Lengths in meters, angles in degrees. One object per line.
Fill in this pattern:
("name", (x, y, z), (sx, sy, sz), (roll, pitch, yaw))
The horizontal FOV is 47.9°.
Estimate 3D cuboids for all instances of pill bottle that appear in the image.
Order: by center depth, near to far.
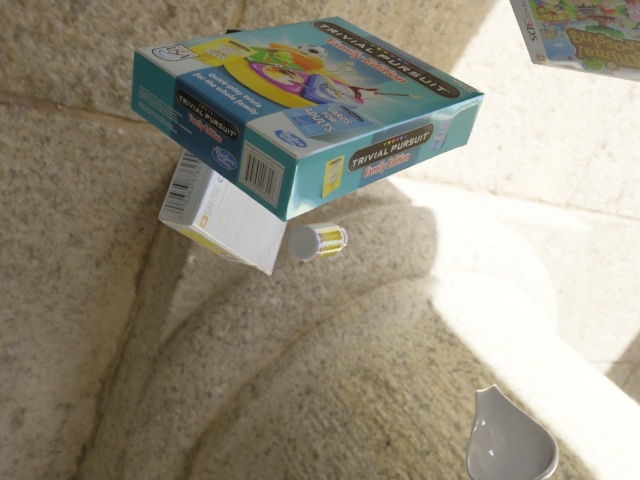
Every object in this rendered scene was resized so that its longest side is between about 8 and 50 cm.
("pill bottle", (0.000, 0.000, 0.880), (0.083, 0.043, 0.043), (-9, 130, -58))

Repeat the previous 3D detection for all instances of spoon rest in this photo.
("spoon rest", (0.284, 0.303, 1.130), (0.137, 0.276, 0.084), (-21, 102, 7))

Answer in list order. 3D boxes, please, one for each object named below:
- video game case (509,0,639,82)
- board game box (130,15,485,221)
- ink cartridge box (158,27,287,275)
("video game case", (0.325, -0.260, 0.849), (0.023, 0.212, 0.193), (-58, 141, -11))
("board game box", (-0.006, -0.165, 0.844), (0.336, 0.253, 0.079), (-26, 142, -42))
("ink cartridge box", (-0.114, -0.124, 1.145), (0.307, 0.072, 0.304), (48, 56, -69))
